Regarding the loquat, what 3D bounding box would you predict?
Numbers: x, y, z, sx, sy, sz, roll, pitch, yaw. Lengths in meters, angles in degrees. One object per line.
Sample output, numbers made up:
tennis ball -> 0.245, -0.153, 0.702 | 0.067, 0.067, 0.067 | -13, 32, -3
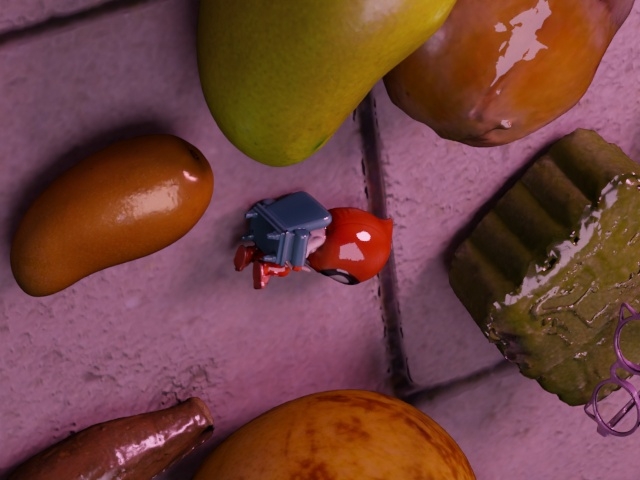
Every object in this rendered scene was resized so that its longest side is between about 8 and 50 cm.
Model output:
loquat -> 0.150, -0.179, 1.542 | 0.179, 0.179, 0.227 | 29, 106, -36

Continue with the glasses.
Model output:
glasses -> 0.306, 0.110, 1.756 | 0.103, 0.062, 0.140 | -18, 132, -41

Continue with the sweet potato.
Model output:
sweet potato -> -0.221, 0.222, 1.702 | 0.286, 0.085, 0.112 | -40, 164, -10

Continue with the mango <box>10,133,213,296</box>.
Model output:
mango -> -0.172, -0.023, 1.554 | 0.184, 0.085, 0.102 | -28, 133, 7

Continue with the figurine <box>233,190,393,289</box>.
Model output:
figurine -> 0.000, 0.000, 1.662 | 0.140, 0.068, 0.075 | -3, 119, -31

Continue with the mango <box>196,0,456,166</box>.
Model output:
mango -> -0.003, -0.192, 1.457 | 0.149, 0.185, 0.273 | -1, 144, -52

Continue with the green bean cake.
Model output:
green bean cake -> 0.240, 0.025, 1.759 | 0.214, 0.113, 0.200 | -44, 128, 6

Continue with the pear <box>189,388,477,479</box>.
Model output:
pear -> 0.008, 0.265, 1.714 | 0.280, 0.281, 0.281 | -12, 125, -18
